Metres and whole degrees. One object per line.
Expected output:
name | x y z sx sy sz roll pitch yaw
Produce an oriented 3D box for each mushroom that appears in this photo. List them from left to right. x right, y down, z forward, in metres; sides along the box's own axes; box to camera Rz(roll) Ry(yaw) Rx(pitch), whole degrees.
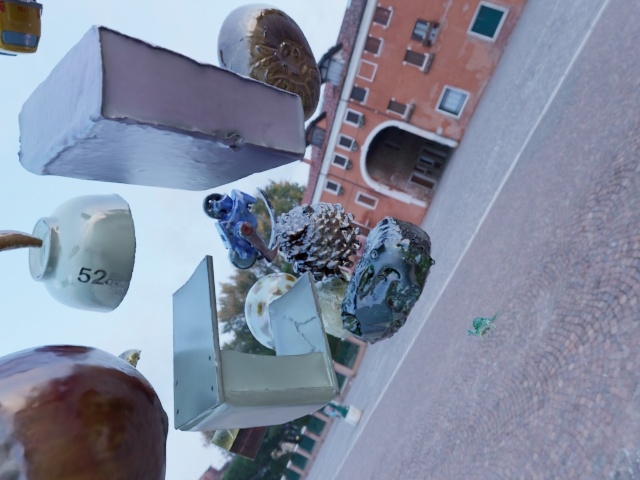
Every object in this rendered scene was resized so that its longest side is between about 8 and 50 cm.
mushroom | -0.111 -0.417 1.015 0.297 0.163 0.278 58 -144 -25

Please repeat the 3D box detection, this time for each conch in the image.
conch | -0.119 0.225 1.342 0.197 0.249 0.368 -44 7 22

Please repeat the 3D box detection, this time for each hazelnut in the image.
hazelnut | -0.476 0.394 0.759 0.353 0.421 0.421 -38 5 27

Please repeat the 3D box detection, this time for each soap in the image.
soap | -0.218 -0.147 0.594 0.296 0.285 0.107 1 -98 -50

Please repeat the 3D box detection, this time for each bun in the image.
bun | 0.087 0.223 1.563 0.259 0.259 0.152 -60 5 -37

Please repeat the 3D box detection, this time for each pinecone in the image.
pinecone | 0.000 0.003 1.489 0.298 0.296 0.242 -25 3 -15

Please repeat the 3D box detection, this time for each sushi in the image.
sushi | 0.117 0.078 0.753 0.127 0.124 0.225 -67 -1 -60

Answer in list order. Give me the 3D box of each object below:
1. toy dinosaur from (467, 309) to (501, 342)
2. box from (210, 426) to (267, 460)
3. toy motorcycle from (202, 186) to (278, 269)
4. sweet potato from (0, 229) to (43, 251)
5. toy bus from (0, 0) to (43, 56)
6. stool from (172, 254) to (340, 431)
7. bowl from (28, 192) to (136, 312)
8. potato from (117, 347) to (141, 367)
toy dinosaur | 0.461 0.235 1.186 0.029 0.060 0.120 -7 -50 -53
box | -0.204 0.504 1.248 0.240 0.071 0.159 -65 -31 -27
toy motorcycle | -0.285 -0.058 1.588 0.241 0.182 0.319 -42 -66 -50
sweet potato | -0.747 0.018 0.903 0.255 0.058 0.078 -17 -15 -24
toy bus | -0.728 -0.486 0.932 0.126 0.209 0.136 -41 -36 -63
stool | -0.130 0.196 0.796 0.170 0.243 0.270 -40 50 37
bowl | -0.682 0.030 1.180 0.185 0.354 0.354 7 -71 -49
potato | -0.687 0.459 1.458 0.100 0.089 0.172 172 115 -70
